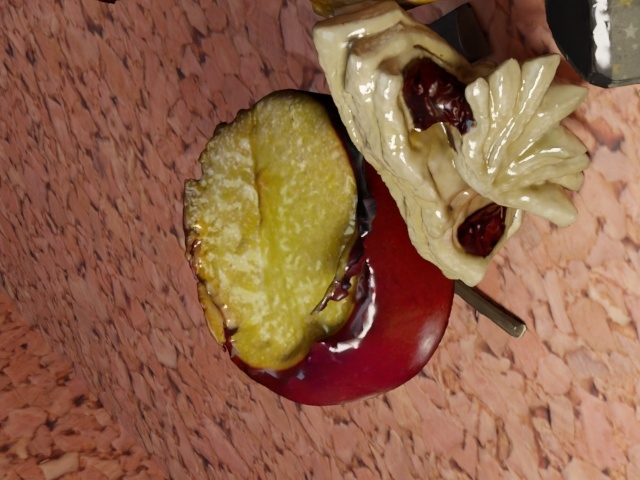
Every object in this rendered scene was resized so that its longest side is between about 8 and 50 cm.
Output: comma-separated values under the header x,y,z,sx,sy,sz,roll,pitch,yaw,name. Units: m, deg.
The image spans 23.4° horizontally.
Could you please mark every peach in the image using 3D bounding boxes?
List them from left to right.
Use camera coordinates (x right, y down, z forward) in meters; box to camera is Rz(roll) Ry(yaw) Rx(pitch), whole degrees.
x,y,z,sx,sy,sz,roll,pitch,yaw,name
0.000,0.000,2.104,0.339,0.353,0.416,-2,121,32,peach

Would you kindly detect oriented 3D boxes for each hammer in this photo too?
x,y,z,sx,sy,sz,roll,pitch,yaw,name
0.183,0.055,2.212,0.297,0.027,0.125,40,143,37,hammer

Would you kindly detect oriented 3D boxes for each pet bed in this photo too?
x,y,z,sx,sy,sz,roll,pitch,yaw,name
0.320,-0.277,1.552,0.183,0.159,0.211,-109,9,-59,pet bed

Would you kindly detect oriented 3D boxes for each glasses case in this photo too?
x,y,z,sx,sy,sz,roll,pitch,yaw,name
0.146,-0.243,1.992,0.190,0.042,0.072,-22,87,63,glasses case

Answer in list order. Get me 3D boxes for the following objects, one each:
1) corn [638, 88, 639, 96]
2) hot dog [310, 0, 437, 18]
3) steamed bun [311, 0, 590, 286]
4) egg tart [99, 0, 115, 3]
x,y,z,sx,sy,sz,roll,pitch,yaw,name
0.410,-0.154,1.585,0.206,0.067,0.067,7,120,59,corn
0.084,-0.442,1.761,0.365,0.196,0.367,2,122,62,hot dog
0.187,-0.120,1.847,0.189,0.247,0.428,47,169,50,steamed bun
-0.318,-0.490,2.421,0.215,0.171,0.215,42,148,35,egg tart
